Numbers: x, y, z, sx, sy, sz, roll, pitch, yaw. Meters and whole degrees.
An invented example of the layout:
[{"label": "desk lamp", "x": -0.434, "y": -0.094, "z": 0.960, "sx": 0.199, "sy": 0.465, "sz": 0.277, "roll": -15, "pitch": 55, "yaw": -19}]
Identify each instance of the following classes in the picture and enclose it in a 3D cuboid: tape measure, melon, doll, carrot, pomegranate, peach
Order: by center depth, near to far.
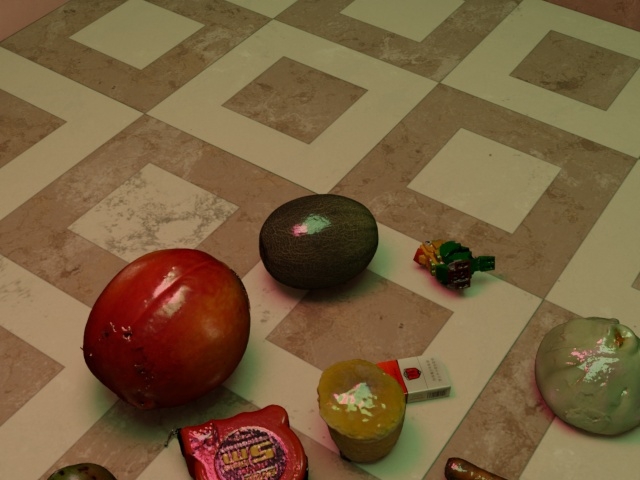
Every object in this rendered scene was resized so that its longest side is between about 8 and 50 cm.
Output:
[{"label": "pomegranate", "x": -0.479, "y": 0.535, "z": 1.787, "sx": 0.179, "sy": 0.210, "sz": 0.179, "roll": 22, "pitch": 48, "yaw": -27}, {"label": "tape measure", "x": -0.153, "y": 0.472, "z": 1.877, "sx": 0.253, "sy": 0.114, "sz": 0.260, "roll": -13, "pitch": 50, "yaw": -14}, {"label": "carrot", "x": 0.336, "y": 0.500, "z": 1.901, "sx": 0.161, "sy": 0.055, "sz": 0.055, "roll": 20, "pitch": 48, "yaw": 9}, {"label": "peach", "x": -0.337, "y": 0.192, "z": 1.994, "sx": 0.369, "sy": 0.370, "sz": 0.370, "roll": 0, "pitch": 45, "yaw": 0}, {"label": "melon", "x": 0.000, "y": 0.000, "z": 2.261, "sx": 0.301, "sy": 0.238, "sz": 0.238, "roll": -11, "pitch": 46, "yaw": -17}, {"label": "doll", "x": 0.327, "y": 0.050, "z": 2.308, "sx": 0.134, "sy": 0.106, "sz": 0.186, "roll": -27, "pitch": 35, "yaw": -32}]

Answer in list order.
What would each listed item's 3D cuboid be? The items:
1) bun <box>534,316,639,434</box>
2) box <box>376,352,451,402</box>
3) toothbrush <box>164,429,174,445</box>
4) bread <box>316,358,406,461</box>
[{"label": "bun", "x": 0.628, "y": 0.276, "z": 2.033, "sx": 0.293, "sy": 0.187, "sz": 0.293, "roll": 0, "pitch": 48, "yaw": 0}, {"label": "box", "x": 0.211, "y": 0.318, "z": 2.084, "sx": 0.152, "sy": 0.048, "sz": 0.100, "roll": -10, "pitch": 44, "yaw": -7}, {"label": "toothbrush", "x": -0.322, "y": 0.419, "z": 1.939, "sx": 0.006, "sy": 0.097, "sz": 0.008, "roll": 30, "pitch": 55, "yaw": 0}, {"label": "bread", "x": 0.086, "y": 0.362, "z": 1.947, "sx": 0.197, "sy": 0.171, "sz": 0.197, "roll": -1, "pitch": 44, "yaw": 1}]
